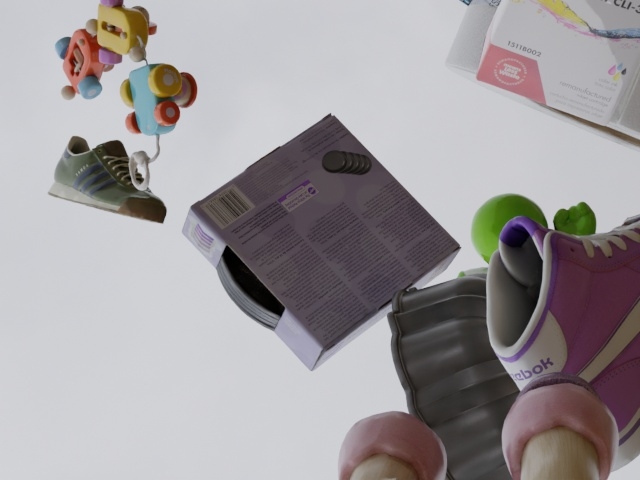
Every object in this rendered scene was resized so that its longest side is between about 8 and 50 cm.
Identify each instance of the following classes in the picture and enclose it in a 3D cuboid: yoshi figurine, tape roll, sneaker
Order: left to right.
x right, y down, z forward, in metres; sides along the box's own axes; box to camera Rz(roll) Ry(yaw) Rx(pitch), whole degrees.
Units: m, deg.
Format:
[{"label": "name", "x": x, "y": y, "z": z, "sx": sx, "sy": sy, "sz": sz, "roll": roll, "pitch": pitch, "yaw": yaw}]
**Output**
[{"label": "sneaker", "x": -0.250, "y": -0.078, "z": 1.937, "sx": 0.064, "sy": 0.192, "sz": 0.086, "roll": 15, "pitch": -90, "yaw": -48}, {"label": "yoshi figurine", "x": 0.337, "y": 0.010, "z": 2.213, "sx": 0.203, "sy": 0.362, "sz": 0.203, "roll": 44, "pitch": -127, "yaw": -40}, {"label": "sneaker", "x": 0.211, "y": 0.012, "z": 1.173, "sx": 0.161, "sy": 0.102, "sz": 0.282, "roll": 47, "pitch": -133, "yaw": -16}, {"label": "tape roll", "x": 0.313, "y": -0.134, "z": 1.630, "sx": 0.392, "sy": 0.072, "sz": 0.392, "roll": 22, "pitch": -176, "yaw": -2}]

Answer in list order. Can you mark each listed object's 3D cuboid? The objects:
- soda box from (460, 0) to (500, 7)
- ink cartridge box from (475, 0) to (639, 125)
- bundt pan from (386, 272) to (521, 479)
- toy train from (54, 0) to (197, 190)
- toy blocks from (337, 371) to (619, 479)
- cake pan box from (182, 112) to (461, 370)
[{"label": "soda box", "x": 0.223, "y": -0.320, "z": 1.806, "sx": 0.063, "sy": 0.058, "sz": 0.183, "roll": 34, "pitch": -126, "yaw": -2}, {"label": "ink cartridge box", "x": 0.207, "y": -0.196, "z": 1.255, "sx": 0.115, "sy": 0.198, "sz": 0.067, "roll": 19, "pitch": -138, "yaw": -1}, {"label": "bundt pan", "x": 0.210, "y": 0.178, "z": 1.838, "sx": 0.331, "sy": 0.124, "sz": 0.331, "roll": 52, "pitch": -159, "yaw": -29}, {"label": "toy train", "x": -0.148, "y": -0.125, "z": 1.277, "sx": 0.046, "sy": 0.125, "sz": 0.166, "roll": -11, "pitch": -128, "yaw": -35}, {"label": "toy blocks", "x": 0.061, "y": 0.239, "z": 0.976, "sx": 0.260, "sy": 0.309, "sz": 0.289, "roll": -63, "pitch": -46, "yaw": -73}, {"label": "cake pan box", "x": 0.000, "y": 0.000, "z": 1.996, "sx": 0.246, "sy": 0.070, "sz": 0.267, "roll": 44, "pitch": -124, "yaw": 14}]
